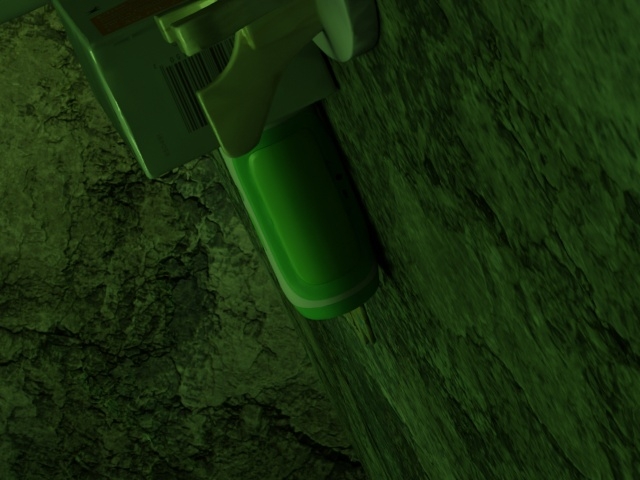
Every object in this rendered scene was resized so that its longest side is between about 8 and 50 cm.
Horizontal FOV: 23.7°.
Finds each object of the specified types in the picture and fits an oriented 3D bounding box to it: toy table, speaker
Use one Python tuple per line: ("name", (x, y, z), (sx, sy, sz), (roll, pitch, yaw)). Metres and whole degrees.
("toy table", (-0.065, -0.219, 1.373), (0.252, 0.161, 0.274), (64, 174, -2))
("speaker", (-0.029, -0.054, 1.854), (0.296, 0.131, 0.131), (67, 173, -24))

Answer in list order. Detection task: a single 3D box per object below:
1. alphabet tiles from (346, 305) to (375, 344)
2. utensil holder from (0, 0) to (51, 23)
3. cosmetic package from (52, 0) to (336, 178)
("alphabet tiles", (0.000, 0.000, 2.356), (0.285, 0.011, 0.342), (58, 171, 45))
("utensil holder", (-0.395, -0.469, 1.996), (0.327, 0.385, 0.327), (63, 173, 14))
("cosmetic package", (-0.164, -0.237, 1.784), (0.161, 0.230, 0.453), (67, 172, -20))
